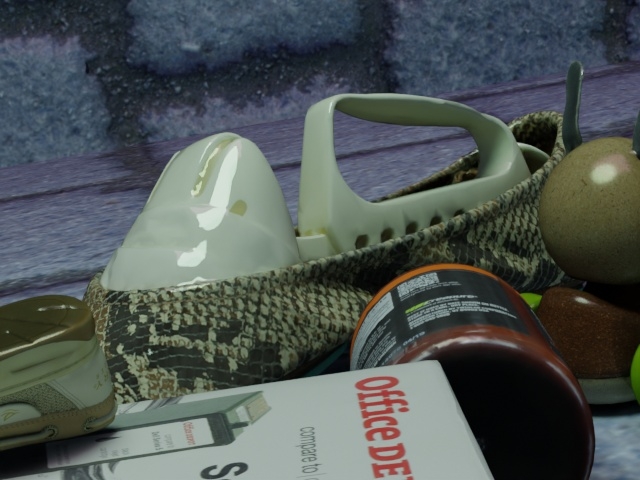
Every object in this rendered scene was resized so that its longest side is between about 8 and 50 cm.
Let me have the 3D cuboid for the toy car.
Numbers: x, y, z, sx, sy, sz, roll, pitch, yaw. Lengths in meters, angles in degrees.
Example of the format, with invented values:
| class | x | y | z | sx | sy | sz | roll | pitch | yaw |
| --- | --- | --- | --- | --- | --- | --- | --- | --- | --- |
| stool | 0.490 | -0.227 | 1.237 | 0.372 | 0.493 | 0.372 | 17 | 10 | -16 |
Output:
| class | x | y | z | sx | sy | sz | roll | pitch | yaw |
| --- | --- | --- | --- | --- | --- | --- | --- | --- | --- |
| toy car | 0.182 | -0.010 | 0.779 | 0.149 | 0.188 | 0.155 | -15 | 13 | -28 |

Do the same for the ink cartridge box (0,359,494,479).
| class | x | y | z | sx | sy | sz | roll | pitch | yaw |
| --- | --- | --- | --- | --- | --- | --- | --- | --- | --- |
| ink cartridge box | -0.074 | 0.132 | 0.439 | 0.273 | 0.114 | 0.198 | -9 | 10 | -1 |

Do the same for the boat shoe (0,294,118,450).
| class | x | y | z | sx | sy | sz | roll | pitch | yaw |
| --- | --- | --- | --- | --- | --- | --- | --- | --- | --- |
| boat shoe | -0.145 | 0.064 | 0.456 | 0.153 | 0.048 | 0.056 | -19 | 25 | -15 |

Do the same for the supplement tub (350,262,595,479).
| class | x | y | z | sx | sy | sz | roll | pitch | yaw |
| --- | --- | --- | --- | --- | --- | --- | --- | --- | --- |
| supplement tub | 0.067 | 0.071 | 0.674 | 0.106 | 0.106 | 0.198 | -8 | 11 | 2 |

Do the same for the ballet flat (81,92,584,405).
| class | x | y | z | sx | sy | sz | roll | pitch | yaw |
| --- | --- | --- | --- | --- | --- | --- | --- | --- | --- |
| ballet flat | 0.000 | 0.000 | 0.883 | 0.483 | 0.182 | 0.164 | -17 | 15 | -37 |
